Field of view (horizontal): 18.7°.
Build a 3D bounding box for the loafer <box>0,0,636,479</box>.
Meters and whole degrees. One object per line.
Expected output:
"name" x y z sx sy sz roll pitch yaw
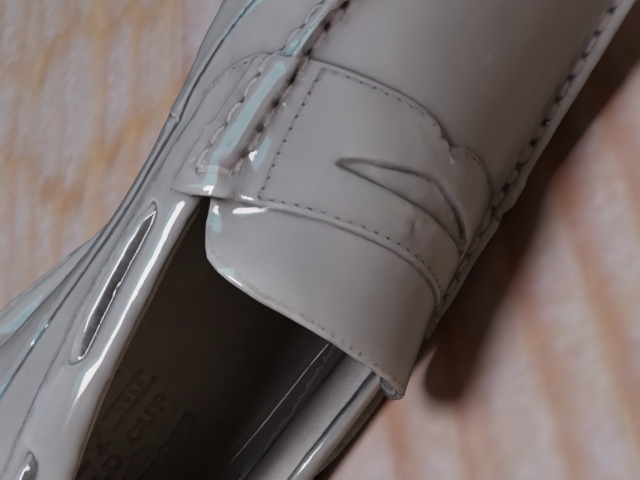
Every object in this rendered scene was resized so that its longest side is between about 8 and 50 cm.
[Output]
"loafer" 0.000 0.000 0.530 0.319 0.112 0.111 -53 37 8
